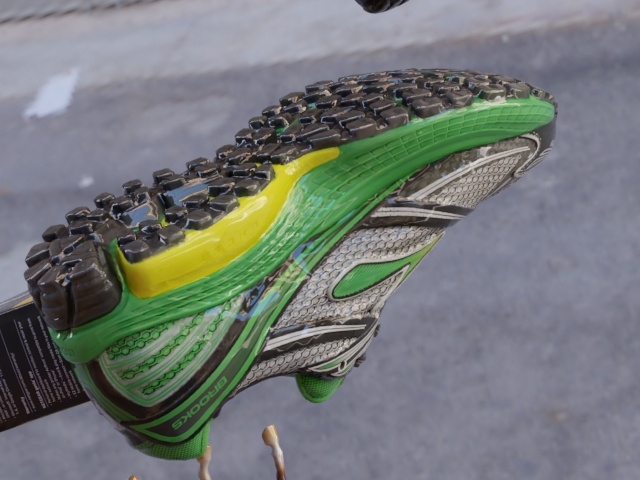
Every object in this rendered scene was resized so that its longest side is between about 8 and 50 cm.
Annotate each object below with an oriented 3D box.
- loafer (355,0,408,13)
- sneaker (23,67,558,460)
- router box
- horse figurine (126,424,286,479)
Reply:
[{"bbox_3d":[0.086,-0.265,1.232,0.223,0.078,0.076,-44,-9,37],"label":"loafer"},{"bbox_3d":[0.000,0.000,0.931,0.344,0.146,0.134,-29,24,-25],"label":"sneaker"},{"bbox_3d":[-0.149,0.055,1.217,0.243,0.081,0.309,-20,4,14],"label":"router box"},{"bbox_3d":[-0.092,0.258,1.297,0.263,0.174,0.066,-24,-10,34],"label":"horse figurine"}]
